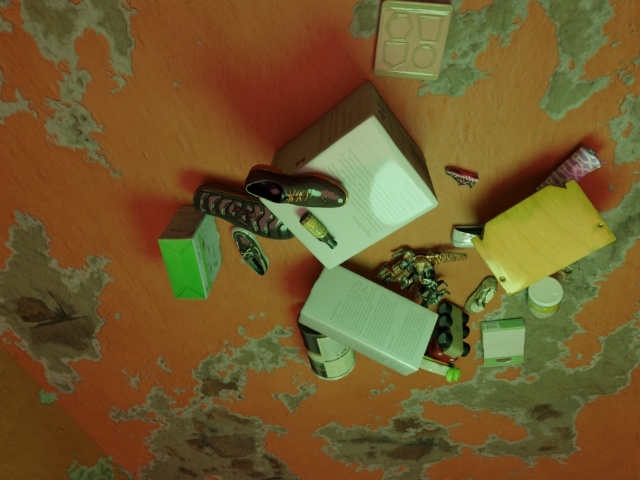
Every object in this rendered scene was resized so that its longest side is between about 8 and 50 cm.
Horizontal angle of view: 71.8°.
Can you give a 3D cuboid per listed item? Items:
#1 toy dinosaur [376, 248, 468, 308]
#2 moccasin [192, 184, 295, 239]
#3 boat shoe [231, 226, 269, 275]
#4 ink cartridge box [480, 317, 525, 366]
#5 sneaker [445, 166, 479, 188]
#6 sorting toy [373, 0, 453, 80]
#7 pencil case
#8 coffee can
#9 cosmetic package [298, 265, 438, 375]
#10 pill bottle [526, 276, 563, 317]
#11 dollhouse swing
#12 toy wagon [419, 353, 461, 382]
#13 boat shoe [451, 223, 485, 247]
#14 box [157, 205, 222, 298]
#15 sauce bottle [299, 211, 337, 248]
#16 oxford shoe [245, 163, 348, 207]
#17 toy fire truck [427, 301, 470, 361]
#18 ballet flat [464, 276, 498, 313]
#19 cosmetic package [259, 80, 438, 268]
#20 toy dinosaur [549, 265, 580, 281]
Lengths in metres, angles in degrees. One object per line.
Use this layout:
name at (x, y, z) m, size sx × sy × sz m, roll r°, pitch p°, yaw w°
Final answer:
toy dinosaur at (0.381, 0.121, 1.654) m, size 0.322 × 0.164 × 0.218 m, roll -15°, pitch 108°, yaw 39°
moccasin at (-0.251, -0.102, 1.553) m, size 0.380 × 0.147 × 0.139 m, roll 13°, pitch 110°, yaw -1°
boat shoe at (-0.265, 0.041, 1.681) m, size 0.078 × 0.070 × 0.219 m, roll -24°, pitch 120°, yaw 19°
ink cartridge box at (0.780, 0.439, 1.893) m, size 0.171 × 0.056 × 0.235 m, roll -9°, pitch 127°, yaw 10°
sneaker at (0.467, -0.206, 1.481) m, size 0.119 × 0.047 × 0.057 m, roll 18°, pitch 135°, yaw -7°
sorting toy at (0.257, -0.565, 1.254) m, size 0.193 × 0.038 × 0.208 m, roll 5°, pitch 129°, yaw 1°
pencil case at (0.802, -0.208, 1.425) m, size 0.088 × 0.086 × 0.206 m, roll 52°, pitch 125°, yaw 18°
coffee can at (0.029, 0.413, 1.837) m, size 0.202 × 0.201 × 0.275 m, roll -8°, pitch 124°, yaw 9°
cosmetic package at (0.170, 0.288, 1.637) m, size 0.453 × 0.230 × 0.161 m, roll 27°, pitch 156°, yaw 5°
pill bottle at (0.842, 0.222, 1.668) m, size 0.118 × 0.117 × 0.208 m, roll -16°, pitch 149°, yaw 14°
dollhouse swing at (0.733, -0.009, 1.497) m, size 0.347 × 0.305 × 0.315 m, roll -35°, pitch 90°, yaw 21°
toy wagon at (0.460, 0.524, 1.891) m, size 0.267 × 0.068 × 0.344 m, roll 14°, pitch 173°, yaw 31°
boat shoe at (0.585, -0.018, 1.574) m, size 0.226 × 0.083 × 0.075 m, roll -5°, pitch 125°, yaw 8°
box at (-0.455, 0.040, 1.596) m, size 0.127 × 0.231 × 0.262 m, roll 0°, pitch 125°, yaw 4°
sauce bottle at (-0.003, -0.025, 1.237) m, size 0.042 × 0.042 × 0.128 m, roll -38°, pitch 115°, yaw 26°
oxford shoe at (-0.062, -0.120, 1.144) m, size 0.271 × 0.098 × 0.096 m, roll 10°, pitch 123°, yaw 0°
toy fire truck at (0.461, 0.387, 1.797) m, size 0.159 × 0.217 × 0.246 m, roll 28°, pitch 136°, yaw -14°
ballet flat at (0.637, 0.234, 1.753) m, size 0.073 × 0.067 × 0.206 m, roll 13°, pitch 125°, yaw -6°
cosmetic package at (0.086, -0.194, 1.338) m, size 0.394 × 0.329 × 0.327 m, roll -33°, pitch 116°, yaw 23°
toy dinosaur at (0.908, 0.111, 1.672) m, size 0.093 × 0.053 × 0.183 m, roll 33°, pitch 119°, yaw 1°
